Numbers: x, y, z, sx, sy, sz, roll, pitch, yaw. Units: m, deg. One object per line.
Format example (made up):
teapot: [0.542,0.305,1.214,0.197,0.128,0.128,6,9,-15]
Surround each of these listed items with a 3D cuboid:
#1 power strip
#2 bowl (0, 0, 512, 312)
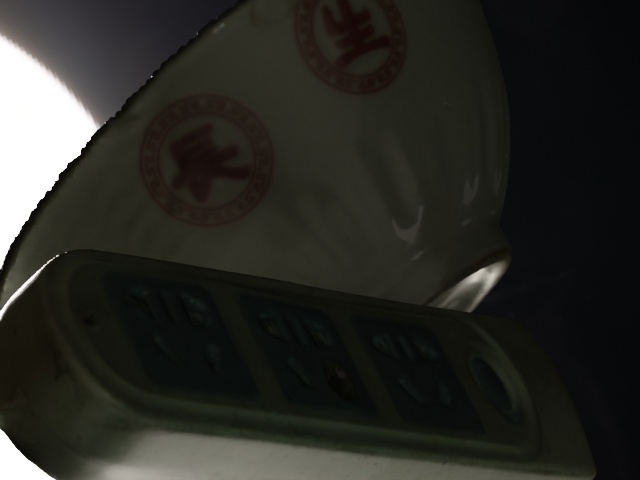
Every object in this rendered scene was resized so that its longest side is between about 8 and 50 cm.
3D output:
power strip: [-0.002,0.054,0.571,0.286,0.080,0.048,12,-50,-45]
bowl: [0.000,0.000,0.891,0.337,0.157,0.337,-39,-14,-12]
